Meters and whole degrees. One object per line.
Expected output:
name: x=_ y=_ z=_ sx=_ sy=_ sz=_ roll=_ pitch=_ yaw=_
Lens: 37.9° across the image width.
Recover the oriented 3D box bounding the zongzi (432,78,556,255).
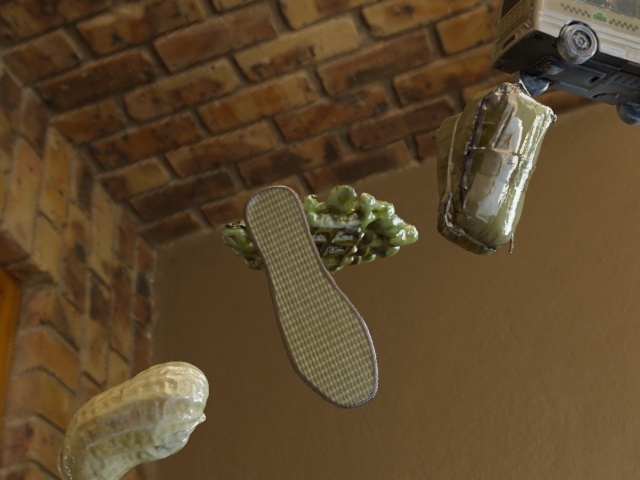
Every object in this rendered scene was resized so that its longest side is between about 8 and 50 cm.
zongzi: x=0.166 y=-0.074 z=1.081 sx=0.197 sy=0.099 sz=0.194 roll=-15 pitch=-130 yaw=62

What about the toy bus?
toy bus: x=0.386 y=-0.269 z=1.256 sx=0.290 sy=0.139 sz=0.157 roll=12 pitch=-106 yaw=-13

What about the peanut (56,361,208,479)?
peanut: x=-0.361 y=0.347 z=1.763 sx=0.340 sy=0.174 sz=0.158 roll=-24 pitch=-131 yaw=6

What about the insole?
insole: x=-0.015 y=0.055 z=0.956 sx=0.086 sy=0.005 sz=0.253 roll=-23 pitch=-107 yaw=-6

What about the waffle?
waffle: x=0.001 y=0.003 z=1.190 sx=0.223 sy=0.204 sz=0.054 roll=-18 pitch=-112 yaw=24
